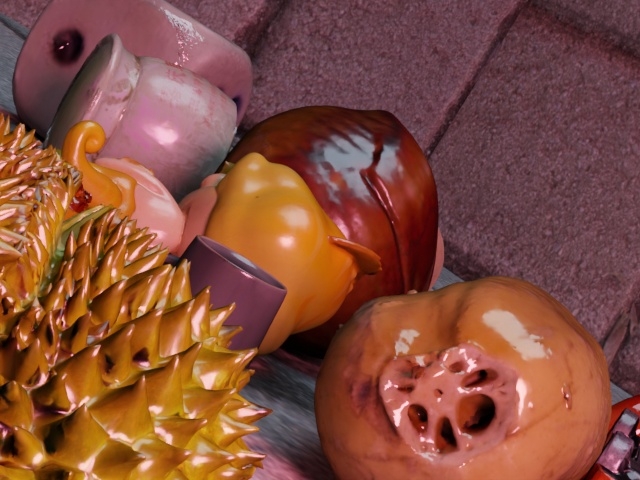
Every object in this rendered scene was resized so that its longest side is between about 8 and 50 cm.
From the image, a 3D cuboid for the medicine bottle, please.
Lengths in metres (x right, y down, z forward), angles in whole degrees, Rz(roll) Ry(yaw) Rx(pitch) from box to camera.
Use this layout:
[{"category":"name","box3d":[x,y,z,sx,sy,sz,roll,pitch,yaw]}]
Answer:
[{"category":"medicine bottle","box3d":[-0.169,-0.101,1.410,0.143,0.147,0.147,29,5,-21]}]

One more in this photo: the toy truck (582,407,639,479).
[{"category":"toy truck","box3d":[0.215,0.194,1.030,0.107,0.114,0.253,33,6,12]}]

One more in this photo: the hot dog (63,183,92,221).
[{"category":"hot dog","box3d":[-0.218,-0.040,0.885,0.249,0.076,0.102,28,3,-33]}]

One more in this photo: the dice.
[{"category":"dice","box3d":[-0.201,-0.168,1.645,0.192,0.194,0.193,35,4,22]}]

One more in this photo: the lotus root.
[{"category":"lotus root","box3d":[0.096,0.101,0.950,0.169,0.151,0.343,-8,-6,12]}]

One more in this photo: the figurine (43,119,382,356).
[{"category":"figurine","box3d":[-0.078,-0.003,1.069,0.246,0.156,0.131,15,-24,-23]}]

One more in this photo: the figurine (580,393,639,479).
[{"category":"figurine","box3d":[0.427,0.220,1.533,0.261,0.211,0.270,35,6,39]}]

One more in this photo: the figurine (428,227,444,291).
[{"category":"figurine","box3d":[0.002,-0.036,1.659,0.332,0.185,0.204,32,37,-62]}]

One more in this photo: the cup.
[{"category":"cup","box3d":[-0.078,0.040,0.954,0.100,0.077,0.078,32,4,14]}]

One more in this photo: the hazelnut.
[{"category":"hazelnut","box3d":[0.000,0.000,1.261,0.229,0.229,0.229,32,5,-3]}]

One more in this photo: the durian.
[{"category":"durian","box3d":[-0.097,0.048,0.360,0.159,0.146,0.198,28,21,-40]}]
